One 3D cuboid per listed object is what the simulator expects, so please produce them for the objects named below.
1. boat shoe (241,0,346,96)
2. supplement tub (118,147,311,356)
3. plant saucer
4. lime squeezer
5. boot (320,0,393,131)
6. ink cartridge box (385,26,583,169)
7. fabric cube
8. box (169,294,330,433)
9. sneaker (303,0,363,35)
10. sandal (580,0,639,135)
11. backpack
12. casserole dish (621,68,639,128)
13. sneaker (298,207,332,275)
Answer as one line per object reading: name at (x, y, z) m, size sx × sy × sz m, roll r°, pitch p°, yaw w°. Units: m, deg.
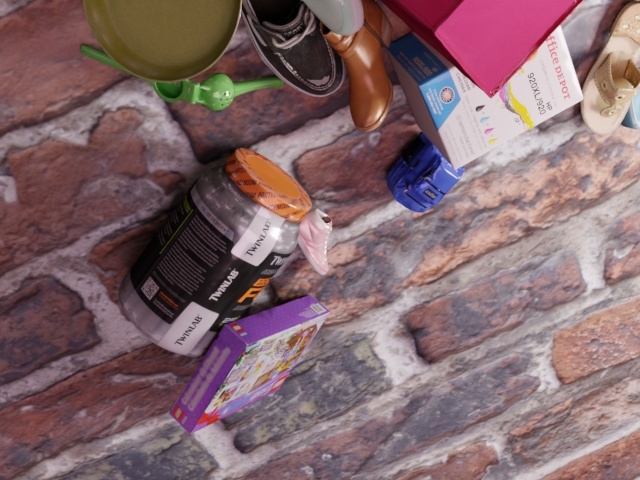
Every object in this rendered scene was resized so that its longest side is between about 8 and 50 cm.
boat shoe at (-0.061, -0.328, 1.324) m, size 0.121 × 0.119 × 0.335 m, roll -34°, pitch 125°, yaw 6°
supplement tub at (-0.167, 0.018, 1.472) m, size 0.193 × 0.194 × 0.316 m, roll 28°, pitch 111°, yaw -30°
plant saucer at (-0.214, -0.341, 1.259) m, size 0.240 × 0.037 × 0.241 m, roll 5°, pitch 107°, yaw 15°
lime squeezer at (-0.193, -0.242, 1.343) m, size 0.310 × 0.110 × 0.059 m, roll 5°, pitch 139°, yaw -19°
boot at (0.047, -0.273, 1.351) m, size 0.073 × 0.197 × 0.152 m, roll -3°, pitch 166°, yaw 28°
ink cartridge box at (0.256, -0.263, 1.434) m, size 0.232 × 0.168 × 0.171 m, roll -29°, pitch 125°, yaw 1°
fabric cube at (0.195, -0.396, 1.212) m, size 0.259 × 0.258 × 0.254 m, roll -47°, pitch 153°, yaw 10°
box at (-0.116, 0.208, 1.589) m, size 0.201 × 0.057 × 0.293 m, roll -57°, pitch 161°, yaw 20°
sneaker at (-0.060, -0.338, 1.182) m, size 0.256 × 0.094 × 0.151 m, roll 49°, pitch 64°, yaw -23°
sandal at (0.504, -0.279, 1.542) m, size 0.088 × 0.079 × 0.240 m, roll 13°, pitch 117°, yaw 2°
backpack at (0.173, -0.108, 1.554) m, size 0.098 × 0.101 × 0.120 m, roll 36°, pitch 110°, yaw -25°
casserole dish at (0.612, -0.265, 1.625) m, size 0.188 × 0.037 × 0.114 m, roll -26°, pitch 125°, yaw 1°
sneaker at (0.000, 0.000, 1.598) m, size 0.070 × 0.051 × 0.134 m, roll -26°, pitch 122°, yaw 7°
